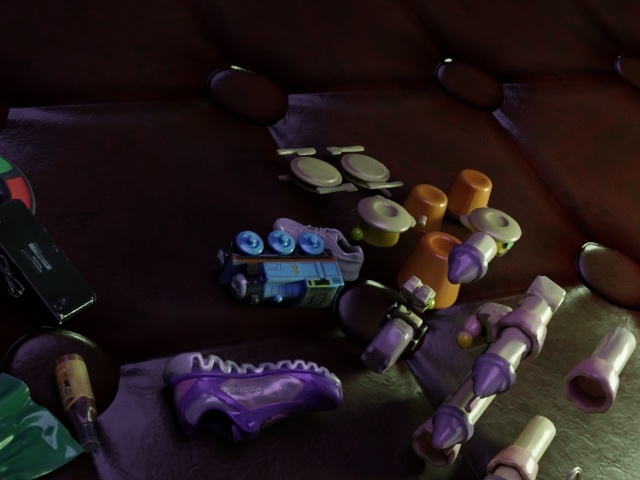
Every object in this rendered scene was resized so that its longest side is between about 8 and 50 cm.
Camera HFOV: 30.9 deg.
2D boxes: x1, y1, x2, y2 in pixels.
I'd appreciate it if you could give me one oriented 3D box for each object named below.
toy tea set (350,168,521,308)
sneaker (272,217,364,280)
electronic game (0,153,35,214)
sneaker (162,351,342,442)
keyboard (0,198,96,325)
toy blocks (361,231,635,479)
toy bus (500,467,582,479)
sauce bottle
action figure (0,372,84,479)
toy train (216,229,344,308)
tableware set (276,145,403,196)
[{"bbox_3d":[0.191,0.002,1.830,0.200,0.124,0.336,39,37,26],"label":"toy tea set"},{"bbox_3d":[0.000,0.000,1.762,0.152,0.061,0.054,29,43,4],"label":"sneaker"},{"bbox_3d":[-0.504,-0.058,1.573,0.229,0.048,0.229,14,42,-13],"label":"electronic game"},{"bbox_3d":[-0.085,0.212,1.487,0.236,0.095,0.105,5,52,-16],"label":"sneaker"},{"bbox_3d":[-0.386,0.032,1.529,0.180,0.023,0.108,51,38,4],"label":"keyboard"},{"bbox_3d":[0.186,0.190,1.499,0.309,0.289,0.260,37,46,10],"label":"toy blocks"},{"bbox_3d":[0.207,0.357,1.416,0.104,0.191,0.202,27,22,34],"label":"toy bus"},{"bbox_3d":[-0.297,0.199,1.420,0.042,0.042,0.128,-1,46,-28],"label":"sauce bottle"},{"bbox_3d":[-0.392,0.259,1.296,0.137,0.063,0.232,38,39,10],"label":"action figure"},{"bbox_3d":[-0.058,0.044,1.675,0.184,0.080,0.105,0,54,-27],"label":"toy train"},{"bbox_3d":[0.030,-0.104,1.901,0.194,0.039,0.128,-7,39,-39],"label":"tableware set"}]
